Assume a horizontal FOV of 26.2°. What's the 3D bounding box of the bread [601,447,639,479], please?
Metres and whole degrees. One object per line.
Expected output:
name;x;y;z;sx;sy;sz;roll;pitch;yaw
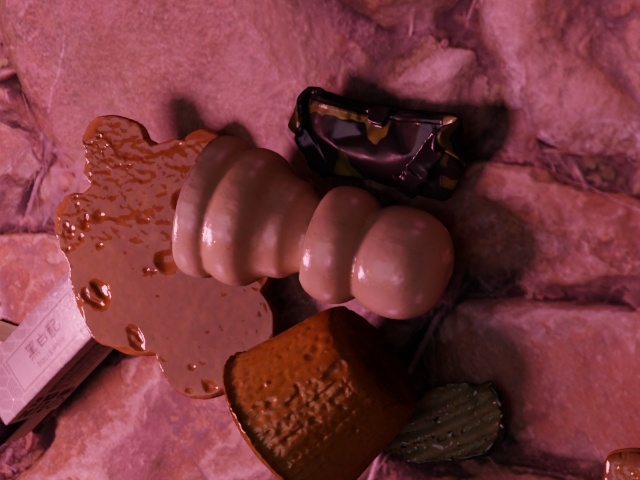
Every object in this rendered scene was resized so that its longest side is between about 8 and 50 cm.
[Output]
bread;0.329;0.267;1.412;0.082;0.056;0.115;5;98;36

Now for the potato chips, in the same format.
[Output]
potato chips;0.130;0.214;1.567;0.207;0.028;0.092;-22;87;38

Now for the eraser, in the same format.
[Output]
eraser;-0.361;0.147;1.883;0.404;0.098;0.096;-42;74;36

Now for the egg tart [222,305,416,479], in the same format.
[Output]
egg tart;0.001;0.182;1.547;0.171;0.215;0.215;-39;77;18

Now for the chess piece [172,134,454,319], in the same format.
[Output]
chess piece;0.000;0.000;1.519;0.299;0.167;0.167;17;112;21

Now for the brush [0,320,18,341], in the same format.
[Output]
brush;-0.495;0.128;2.026;0.178;0.030;0.033;12;99;35

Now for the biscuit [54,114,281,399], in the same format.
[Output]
biscuit;-0.187;0.014;1.689;0.269;0.051;0.376;-28;84;11

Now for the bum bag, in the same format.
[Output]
bum bag;0.059;-0.106;1.517;0.232;0.060;0.107;14;116;34
